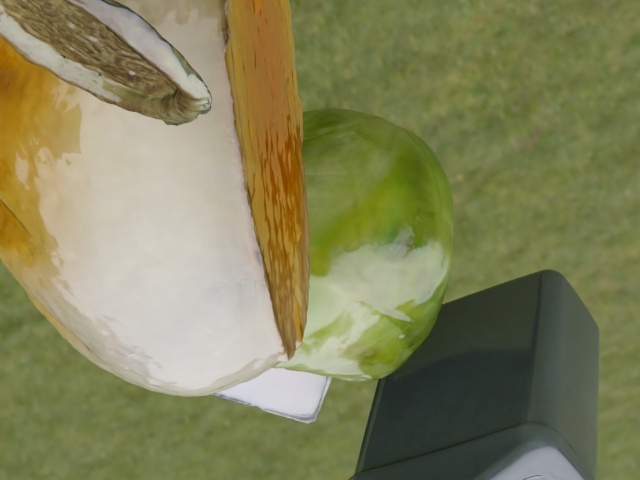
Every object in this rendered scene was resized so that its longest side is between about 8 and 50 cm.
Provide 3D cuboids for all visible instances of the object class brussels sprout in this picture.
[{"bbox_3d":[0.000,0.000,1.205,0.223,0.223,0.161,-31,150,21],"label":"brussels sprout"}]

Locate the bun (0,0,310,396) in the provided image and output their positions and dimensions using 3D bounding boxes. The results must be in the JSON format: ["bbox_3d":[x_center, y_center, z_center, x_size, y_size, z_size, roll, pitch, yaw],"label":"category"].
[{"bbox_3d":[-0.101,-0.068,0.821,0.164,0.299,0.299,-3,154,6],"label":"bun"}]

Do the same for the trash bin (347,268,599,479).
[{"bbox_3d":[0.116,0.143,1.202,0.176,0.236,0.101,-23,122,29],"label":"trash bin"}]

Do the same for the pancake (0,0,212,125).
[{"bbox_3d":[-0.088,-0.074,0.616,0.011,0.115,0.115,-62,155,-13],"label":"pancake"}]

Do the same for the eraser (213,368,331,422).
[{"bbox_3d":[-0.032,0.023,1.497,0.130,0.287,0.086,19,134,-4],"label":"eraser"}]
